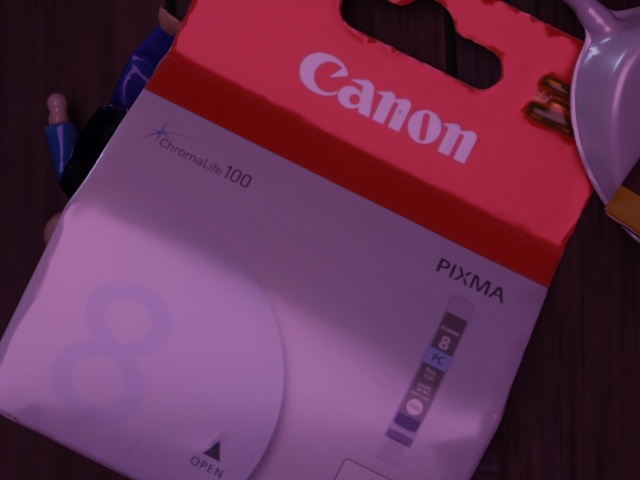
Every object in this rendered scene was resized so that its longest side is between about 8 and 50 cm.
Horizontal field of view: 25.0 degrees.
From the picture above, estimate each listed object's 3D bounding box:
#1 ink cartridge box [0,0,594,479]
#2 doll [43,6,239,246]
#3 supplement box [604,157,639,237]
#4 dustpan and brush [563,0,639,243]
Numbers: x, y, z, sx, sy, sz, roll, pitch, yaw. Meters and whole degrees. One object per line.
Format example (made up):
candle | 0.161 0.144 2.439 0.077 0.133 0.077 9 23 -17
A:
ink cartridge box | 0.000 0.000 0.940 0.308 0.091 0.385 26 97 1
doll | -0.136 -0.068 1.011 0.129 0.046 0.189 32 96 1
supplement box | 0.306 -0.036 0.828 0.129 0.191 0.194 29 99 -28
dustpan and brush | 0.200 -0.115 0.919 0.147 0.060 0.211 -41 110 -4
